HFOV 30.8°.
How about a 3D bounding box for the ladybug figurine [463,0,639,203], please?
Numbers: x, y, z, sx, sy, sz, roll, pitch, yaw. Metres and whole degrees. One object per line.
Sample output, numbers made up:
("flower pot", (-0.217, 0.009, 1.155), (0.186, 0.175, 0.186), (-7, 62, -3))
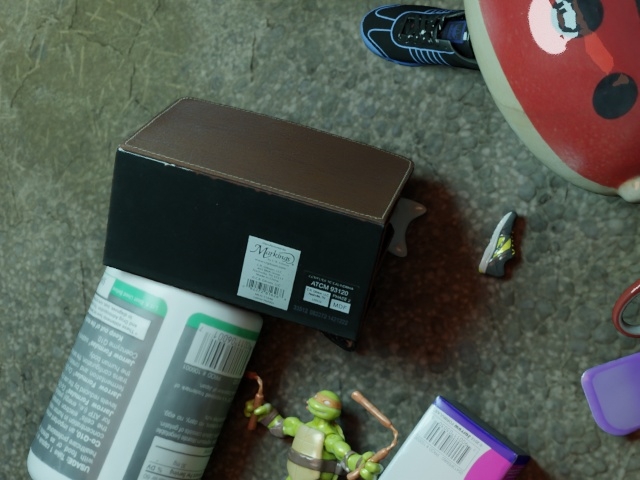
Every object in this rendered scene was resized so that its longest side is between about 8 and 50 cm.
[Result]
("ladybug figurine", (0.319, -0.264, 1.273), (0.305, 0.162, 0.449), (-9, 79, -12))

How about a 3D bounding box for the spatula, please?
("spatula", (0.437, 0.138, 1.264), (0.296, 0.030, 0.084), (-19, 92, 12))

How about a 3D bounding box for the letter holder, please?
("letter holder", (-0.064, -0.038, 1.339), (0.302, 0.214, 0.152), (16, 118, 7))

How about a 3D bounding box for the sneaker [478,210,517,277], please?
("sneaker", (0.217, 0.006, 1.375), (0.035, 0.031, 0.083), (26, 93, 8))

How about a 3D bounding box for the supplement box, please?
("supplement box", (0.123, 0.297, 1.304), (0.111, 0.114, 0.220), (36, 91, 21))

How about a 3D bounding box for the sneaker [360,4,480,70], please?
("sneaker", (0.150, -0.251, 1.412), (0.232, 0.090, 0.081), (14, 84, 21))

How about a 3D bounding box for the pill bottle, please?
("pill bottle", (-0.225, 0.219, 1.390), (0.204, 0.204, 0.361), (22, 87, 21))

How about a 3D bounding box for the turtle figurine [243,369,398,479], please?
("turtle figurine", (-0.022, 0.264, 1.376), (0.269, 0.087, 0.217), (16, 89, 40))

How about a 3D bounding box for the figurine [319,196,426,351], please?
("figurine", (0.000, 0.000, 1.427), (0.209, 0.092, 0.215), (29, 89, 14))

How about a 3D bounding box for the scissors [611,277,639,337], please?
("scissors", (0.382, -0.012, 1.231), (0.109, 0.021, 0.297), (6, 117, 5))
